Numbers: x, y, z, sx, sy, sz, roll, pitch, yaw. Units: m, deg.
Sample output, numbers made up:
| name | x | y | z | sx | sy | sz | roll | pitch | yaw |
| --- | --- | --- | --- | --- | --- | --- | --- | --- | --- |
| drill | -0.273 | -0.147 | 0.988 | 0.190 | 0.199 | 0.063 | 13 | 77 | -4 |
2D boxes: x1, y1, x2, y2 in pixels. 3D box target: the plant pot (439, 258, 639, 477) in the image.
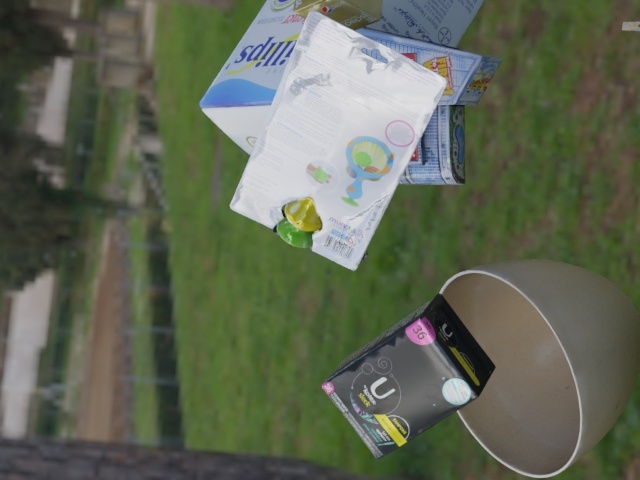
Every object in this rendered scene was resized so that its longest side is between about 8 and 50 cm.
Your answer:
| name | x | y | z | sx | sy | sz | roll | pitch | yaw |
| --- | --- | --- | --- | --- | --- | --- | --- | --- | --- |
| plant pot | 0.308 | 0.139 | 2.150 | 0.284 | 0.191 | 0.284 | 37 | 139 | 41 |

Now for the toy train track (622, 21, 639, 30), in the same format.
| name | x | y | z | sx | sy | sz | roll | pitch | yaw |
| --- | --- | --- | --- | --- | --- | --- | --- | --- | --- |
| toy train track | 0.394 | -0.249 | 1.929 | 0.014 | 0.083 | 0.048 | 13 | -96 | -57 |

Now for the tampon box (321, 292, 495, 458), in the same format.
| name | x | y | z | sx | sy | sz | roll | pitch | yaw |
| --- | --- | --- | --- | --- | --- | --- | --- | --- | --- |
| tampon box | 0.109 | 0.166 | 2.018 | 0.161 | 0.120 | 0.101 | -36 | 3 | 25 |

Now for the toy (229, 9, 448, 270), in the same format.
| name | x | y | z | sx | sy | sz | roll | pitch | yaw |
| --- | --- | --- | --- | --- | --- | --- | --- | --- | --- |
| toy | 0.018 | -0.095 | 1.521 | 0.237 | 0.137 | 0.056 | -65 | -4 | 35 |

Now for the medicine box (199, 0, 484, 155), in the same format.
| name | x | y | z | sx | sy | sz | roll | pitch | yaw |
| --- | --- | --- | --- | --- | --- | --- | --- | --- | --- |
| medicine box | 0.026 | -0.245 | 2.157 | 0.263 | 0.149 | 0.289 | 3 | 56 | 55 |

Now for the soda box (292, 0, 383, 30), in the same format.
| name | x | y | z | sx | sy | sz | roll | pitch | yaw |
| --- | --- | --- | --- | --- | --- | --- | --- | --- | --- |
| soda box | 0.024 | -0.284 | 1.513 | 0.058 | 0.061 | 0.181 | -16 | 60 | 47 |

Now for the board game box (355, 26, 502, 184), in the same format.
| name | x | y | z | sx | sy | sz | roll | pitch | yaw |
| --- | --- | --- | --- | --- | --- | --- | --- | --- | --- |
| board game box | 0.114 | -0.161 | 1.934 | 0.060 | 0.194 | 0.194 | -6 | -84 | -58 |

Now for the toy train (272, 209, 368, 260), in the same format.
| name | x | y | z | sx | sy | sz | roll | pitch | yaw |
| --- | --- | --- | --- | --- | --- | --- | --- | --- | --- |
| toy train | 0.000 | 0.000 | 2.156 | 0.027 | 0.158 | 0.036 | -42 | 42 | 35 |
